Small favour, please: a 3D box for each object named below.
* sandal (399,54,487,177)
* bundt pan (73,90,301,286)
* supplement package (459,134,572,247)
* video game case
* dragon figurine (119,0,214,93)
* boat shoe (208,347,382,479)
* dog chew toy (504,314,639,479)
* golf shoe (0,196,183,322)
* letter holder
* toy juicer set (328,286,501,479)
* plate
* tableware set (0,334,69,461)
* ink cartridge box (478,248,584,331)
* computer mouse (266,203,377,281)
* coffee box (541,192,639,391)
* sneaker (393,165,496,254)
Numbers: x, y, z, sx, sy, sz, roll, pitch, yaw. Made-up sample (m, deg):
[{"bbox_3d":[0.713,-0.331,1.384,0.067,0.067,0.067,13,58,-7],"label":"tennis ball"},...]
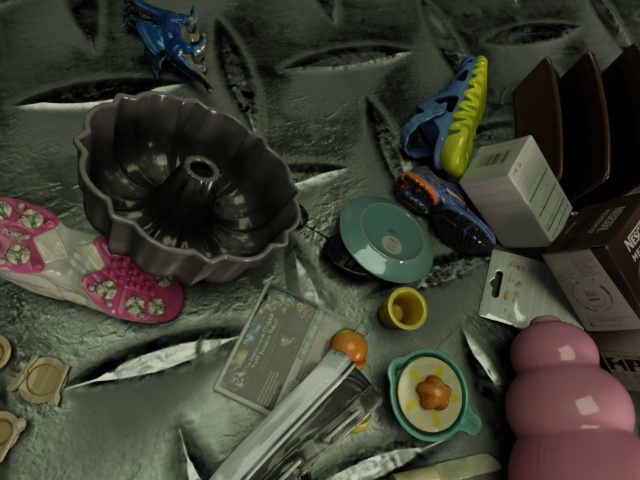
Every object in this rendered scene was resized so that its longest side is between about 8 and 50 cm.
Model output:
[{"bbox_3d":[0.253,-0.264,0.922,0.138,0.126,0.317,10,53,26],"label":"sandal"},{"bbox_3d":[-0.201,-0.070,0.699,0.330,0.124,0.331,22,43,-22],"label":"bundt pan"},{"bbox_3d":[0.357,-0.082,0.839,0.179,0.105,0.105,48,63,-24],"label":"supplement package"},{"bbox_3d":[-0.049,0.184,0.734,0.173,0.022,0.190,26,67,-1],"label":"video game case"},{"bbox_3d":[-0.290,-0.363,0.862,0.144,0.085,0.289,-14,72,-16],"label":"dragon figurine"},{"bbox_3d":[-0.050,0.300,0.602,0.119,0.121,0.335,40,82,16],"label":"boat shoe"},{"bbox_3d":[0.377,0.276,0.696,0.206,0.207,0.332,5,60,-10],"label":"dog chew toy"},{"bbox_3d":[-0.356,0.042,0.684,0.306,0.140,0.115,30,58,-24],"label":"golf shoe"},{"bbox_3d":[0.514,-0.229,0.906,0.151,0.214,0.302,10,68,-8],"label":"letter holder"},{"bbox_3d":[0.135,0.252,0.697,0.209,0.089,0.329,-24,81,-23],"label":"toy juicer set"},{"bbox_3d":[0.124,-0.011,0.815,0.188,0.024,0.188,14,51,-17],"label":"plate"},{"bbox_3d":[-0.453,0.209,0.641,0.168,0.020,0.141,27,66,-1],"label":"tableware set"},{"bbox_3d":[0.393,0.109,0.855,0.179,0.045,0.146,15,66,14],"label":"ink cartridge box"},{"bbox_3d":[0.000,0.000,0.812,0.242,0.041,0.071,33,57,10],"label":"computer mouse"},{"bbox_3d":[0.536,0.091,0.787,0.168,0.119,0.297,-38,99,-26],"label":"coffee box"},{"bbox_3d":[0.245,-0.064,0.862,0.221,0.083,0.087,44,55,1],"label":"sneaker"}]
